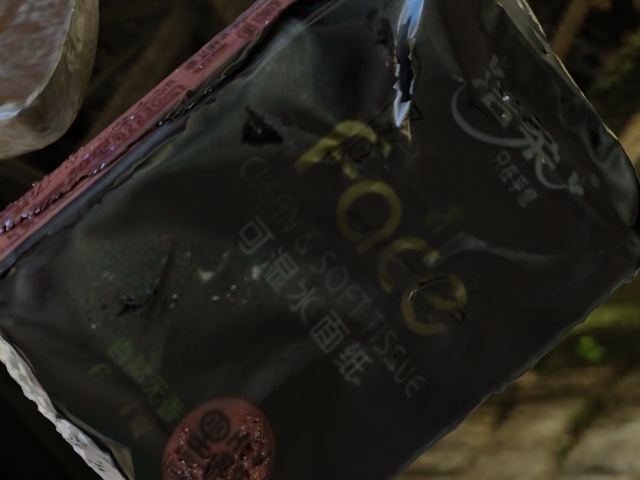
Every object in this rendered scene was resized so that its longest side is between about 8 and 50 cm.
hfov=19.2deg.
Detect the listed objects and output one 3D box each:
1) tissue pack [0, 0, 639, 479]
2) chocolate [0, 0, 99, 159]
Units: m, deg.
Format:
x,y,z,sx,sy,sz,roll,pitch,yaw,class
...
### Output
x,y,z,sx,sy,sz,roll,pitch,yaw,class
0.000,0.000,0.981,0.332,0.123,0.245,-41,-63,-11,tissue pack
-0.238,-0.092,1.104,0.080,0.254,0.157,56,-147,-48,chocolate
